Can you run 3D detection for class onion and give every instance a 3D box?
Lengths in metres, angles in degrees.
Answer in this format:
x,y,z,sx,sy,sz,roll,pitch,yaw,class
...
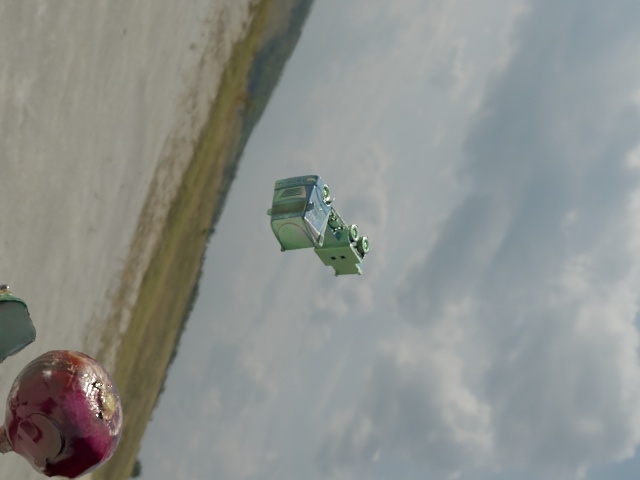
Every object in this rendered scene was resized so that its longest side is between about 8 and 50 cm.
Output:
x,y,z,sx,sy,sz,roll,pitch,yaw,class
-0.371,0.252,1.204,0.198,0.173,0.135,-29,-173,5,onion

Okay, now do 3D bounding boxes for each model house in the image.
x,y,z,sx,sy,sz,roll,pitch,yaw,class
-0.385,0.081,0.989,0.100,0.100,0.088,-31,137,-23,model house

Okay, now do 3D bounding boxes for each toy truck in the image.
x,y,z,sx,sy,sz,roll,pitch,yaw,class
0.000,0.000,1.098,0.067,0.175,0.081,-6,-128,27,toy truck
